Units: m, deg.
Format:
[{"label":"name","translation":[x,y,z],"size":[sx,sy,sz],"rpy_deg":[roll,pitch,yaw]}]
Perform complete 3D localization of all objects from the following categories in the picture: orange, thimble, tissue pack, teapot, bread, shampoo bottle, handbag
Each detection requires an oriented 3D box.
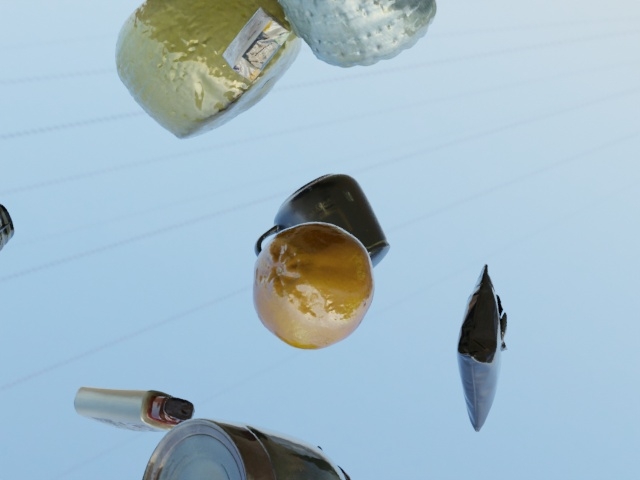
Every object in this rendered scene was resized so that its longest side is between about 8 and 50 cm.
[{"label":"orange","translation":[-0.013,0.053,1.397],"size":[0.159,0.159,0.136],"rpy_deg":[46,-171,35]},{"label":"thimble","translation":[0.058,-0.396,1.859],"size":[0.250,0.172,0.204],"rpy_deg":[-11,-133,14]},{"label":"tissue pack","translation":[-0.082,-0.252,1.478],"size":[0.042,0.083,0.062],"rpy_deg":[34,-168,-28]},{"label":"teapot","translation":[-0.080,0.432,1.694],"size":[0.233,0.314,0.312],"rpy_deg":[-7,163,43]},{"label":"bread","translation":[-0.194,-0.329,1.995],"size":[0.237,0.321,0.320],"rpy_deg":[59,-151,-2]},{"label":"shampoo bottle","translation":[-0.305,0.296,2.028],"size":[0.153,0.071,0.284],"rpy_deg":[24,158,-33]},{"label":"handbag","translation":[0.291,0.193,2.080],"size":[0.089,0.254,0.211],"rpy_deg":[4,-128,14]}]

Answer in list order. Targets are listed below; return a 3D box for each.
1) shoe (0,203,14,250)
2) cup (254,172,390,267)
[{"label":"shoe","translation":[-0.478,-0.029,1.699],"size":[0.049,0.071,0.179],"rpy_deg":[-3,-154,-9]},{"label":"cup","translation":[0.000,0.000,1.984],"size":[0.223,0.169,0.176],"rpy_deg":[-30,-99,-18]}]
